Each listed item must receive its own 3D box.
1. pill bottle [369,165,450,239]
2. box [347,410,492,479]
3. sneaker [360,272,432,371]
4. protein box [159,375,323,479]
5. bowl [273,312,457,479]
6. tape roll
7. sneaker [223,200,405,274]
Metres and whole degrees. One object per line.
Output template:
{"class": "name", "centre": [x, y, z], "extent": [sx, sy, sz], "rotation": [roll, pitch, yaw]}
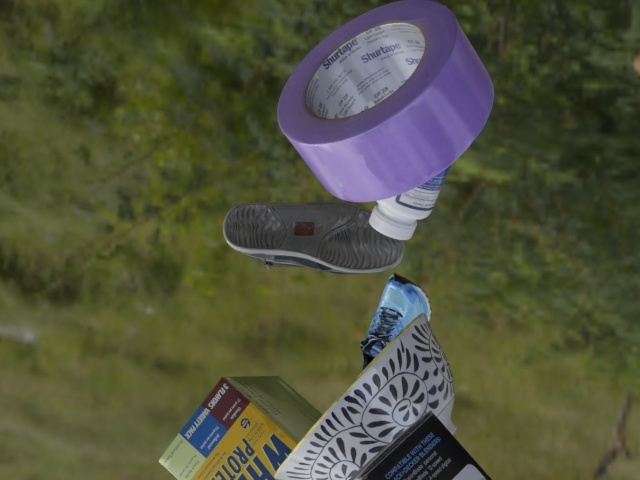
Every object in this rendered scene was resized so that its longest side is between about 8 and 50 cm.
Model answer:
{"class": "pill bottle", "centre": [0.095, -0.064, 1.512], "extent": [0.067, 0.067, 0.120], "rotation": [15, 112, -18]}
{"class": "box", "centre": [0.098, 0.270, 0.898], "extent": [0.290, 0.087, 0.169], "rotation": [50, 134, 7]}
{"class": "sneaker", "centre": [0.085, 0.114, 1.723], "extent": [0.063, 0.073, 0.162], "rotation": [26, 128, 24]}
{"class": "protein box", "centre": [-0.055, 0.283, 1.797], "extent": [0.200, 0.136, 0.201], "rotation": [40, -173, 17]}
{"class": "bowl", "centre": [0.050, 0.143, 1.091], "extent": [0.080, 0.170, 0.170], "rotation": [43, 157, 9]}
{"class": "tape roll", "centre": [0.060, -0.131, 1.329], "extent": [0.189, 0.189, 0.080], "rotation": [-10, 134, 34]}
{"class": "sneaker", "centre": [0.000, 0.000, 1.763], "extent": [0.222, 0.083, 0.118], "rotation": [10, 170, 12]}
